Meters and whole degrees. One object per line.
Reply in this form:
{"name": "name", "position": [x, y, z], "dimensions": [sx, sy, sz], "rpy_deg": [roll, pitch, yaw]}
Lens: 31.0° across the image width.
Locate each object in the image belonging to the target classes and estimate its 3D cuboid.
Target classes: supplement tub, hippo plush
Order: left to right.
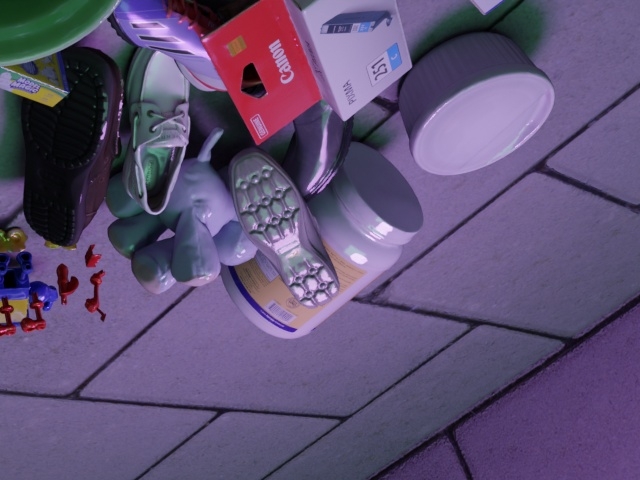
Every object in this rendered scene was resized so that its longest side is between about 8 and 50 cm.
{"name": "hippo plush", "position": [-0.207, -0.064, 1.937], "dimensions": [0.236, 0.234, 0.294], "rpy_deg": [-11, 111, -58]}
{"name": "supplement tub", "position": [0.000, 0.000, 2.101], "dimensions": [0.331, 0.241, 0.241], "rpy_deg": [-41, 148, 28]}

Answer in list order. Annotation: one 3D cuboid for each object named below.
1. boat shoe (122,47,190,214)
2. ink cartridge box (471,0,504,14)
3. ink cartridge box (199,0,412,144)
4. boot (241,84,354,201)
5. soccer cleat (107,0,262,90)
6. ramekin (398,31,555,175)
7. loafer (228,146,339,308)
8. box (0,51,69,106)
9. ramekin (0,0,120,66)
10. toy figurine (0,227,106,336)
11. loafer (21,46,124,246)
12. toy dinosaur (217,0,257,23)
{"name": "boat shoe", "position": [-0.234, -0.167, 1.714], "dimensions": [0.098, 0.096, 0.277], "rpy_deg": [-7, 124, -25]}
{"name": "ink cartridge box", "position": [0.273, -0.481, 1.577], "dimensions": [0.303, 0.072, 0.307], "rpy_deg": [-35, 152, 18]}
{"name": "ink cartridge box", "position": [-0.007, -0.261, 1.619], "dimensions": [0.261, 0.066, 0.296], "rpy_deg": [-38, 154, -5]}
{"name": "boot", "position": [-0.045, -0.221, 1.815], "dimensions": [0.222, 0.118, 0.338], "rpy_deg": [6, 120, -39]}
{"name": "soccer cleat", "position": [-0.177, -0.290, 1.575], "dimensions": [0.116, 0.109, 0.318], "rpy_deg": [6, 167, 26]}
{"name": "ramekin", "position": [0.260, -0.244, 2.005], "dimensions": [0.272, 0.127, 0.273], "rpy_deg": [-18, 151, -11]}
{"name": "loafer", "position": [-0.065, -0.026, 1.869], "dimensions": [0.112, 0.111, 0.319], "rpy_deg": [-25, 125, 0]}
{"name": "box", "position": [-0.415, -0.249, 1.501], "dimensions": [0.043, 0.105, 0.179], "rpy_deg": [-33, 151, 29]}
{"name": "ramekin", "position": [-0.374, -0.354, 1.310], "dimensions": [0.303, 0.148, 0.303], "rpy_deg": [-18, 152, -10]}
{"name": "toy figurine", "position": [-0.560, 0.117, 1.944], "dimensions": [0.362, 0.191, 0.217], "rpy_deg": [-5, 151, -30]}
{"name": "loafer", "position": [-0.364, -0.155, 1.718], "dimensions": [0.130, 0.133, 0.366], "rpy_deg": [-56, 175, -45]}
{"name": "toy dinosaur", "position": [-0.072, -0.395, 1.509], "dimensions": [0.200, 0.127, 0.296], "rpy_deg": [-29, 158, -6]}
